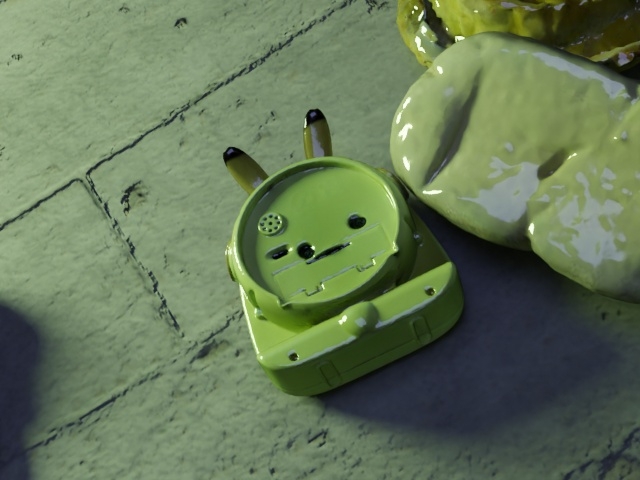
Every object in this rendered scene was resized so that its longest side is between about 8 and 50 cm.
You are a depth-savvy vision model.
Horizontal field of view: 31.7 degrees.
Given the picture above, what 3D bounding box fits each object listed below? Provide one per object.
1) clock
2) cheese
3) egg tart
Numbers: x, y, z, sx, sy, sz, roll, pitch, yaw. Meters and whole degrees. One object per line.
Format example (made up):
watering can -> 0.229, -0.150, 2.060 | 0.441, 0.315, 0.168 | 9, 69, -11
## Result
clock -> 0.000, 0.000, 0.913 | 0.170, 0.069, 0.232 | -27, 56, 0
cheese -> 0.180, -0.062, 0.867 | 0.263, 0.093, 0.159 | 29, 96, 25
egg tart -> 0.196, -0.244, 0.985 | 0.278, 0.095, 0.279 | -9, 58, 14
